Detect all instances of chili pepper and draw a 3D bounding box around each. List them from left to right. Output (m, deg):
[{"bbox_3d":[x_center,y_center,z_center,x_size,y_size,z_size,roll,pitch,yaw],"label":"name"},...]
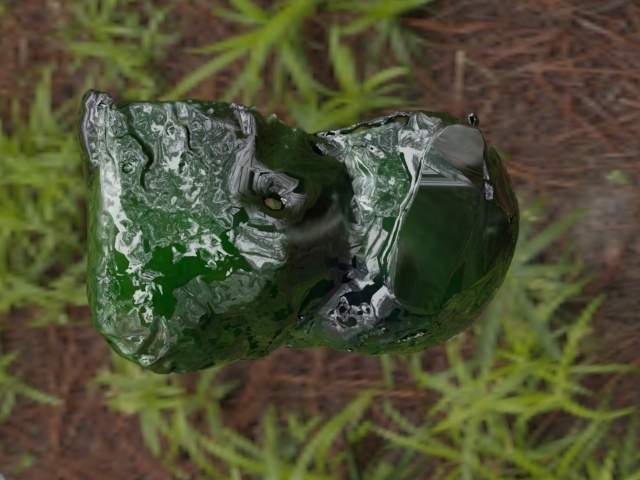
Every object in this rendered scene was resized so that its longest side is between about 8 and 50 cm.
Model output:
[{"bbox_3d":[0.007,0.001,1.031,0.116,0.265,0.148,10,95,58],"label":"chili pepper"}]

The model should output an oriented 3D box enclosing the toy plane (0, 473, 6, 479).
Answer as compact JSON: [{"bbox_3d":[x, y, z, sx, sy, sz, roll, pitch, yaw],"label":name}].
[{"bbox_3d":[-0.228,0.192,0.980,0.101,0.255,0.251,1,48,13],"label":"toy plane"}]
